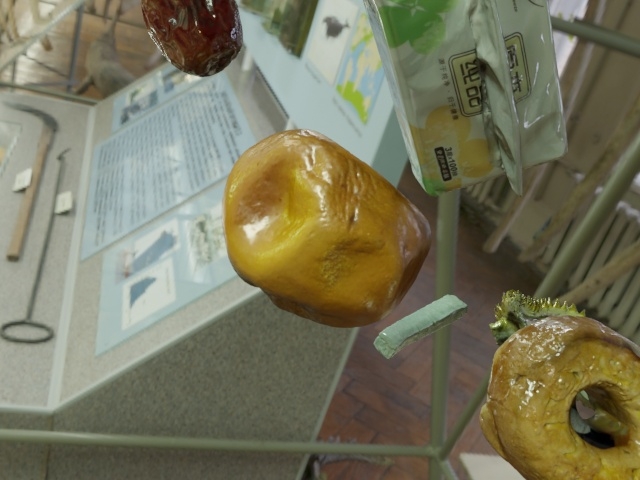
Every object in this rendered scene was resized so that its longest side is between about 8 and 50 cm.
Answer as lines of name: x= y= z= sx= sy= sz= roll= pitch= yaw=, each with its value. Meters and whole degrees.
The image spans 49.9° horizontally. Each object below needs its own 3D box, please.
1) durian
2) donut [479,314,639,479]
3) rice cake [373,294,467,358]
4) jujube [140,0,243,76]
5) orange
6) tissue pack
durian: x=0.444 y=0.202 z=1.368 sx=0.306 sy=0.172 sz=0.166 roll=50 pitch=39 yaw=-15
donut: x=0.417 y=0.270 z=1.089 sx=0.317 sy=0.299 sz=0.150 roll=0 pitch=0 yaw=-9
rice cake: x=0.178 y=0.144 z=1.190 sx=0.045 sy=0.042 sz=0.245 roll=41 pitch=35 yaw=26
jujube: x=-0.244 y=-0.438 z=1.303 sx=0.243 sy=0.183 sz=0.183 roll=59 pitch=31 yaw=3
orange: x=0.000 y=0.000 z=0.791 sx=0.249 sy=0.183 sz=0.249 roll=38 pitch=-3 yaw=2
tissue pack: x=0.148 y=-0.162 z=0.671 sx=0.159 sy=0.229 sz=0.145 roll=-18 pitch=32 yaw=6
